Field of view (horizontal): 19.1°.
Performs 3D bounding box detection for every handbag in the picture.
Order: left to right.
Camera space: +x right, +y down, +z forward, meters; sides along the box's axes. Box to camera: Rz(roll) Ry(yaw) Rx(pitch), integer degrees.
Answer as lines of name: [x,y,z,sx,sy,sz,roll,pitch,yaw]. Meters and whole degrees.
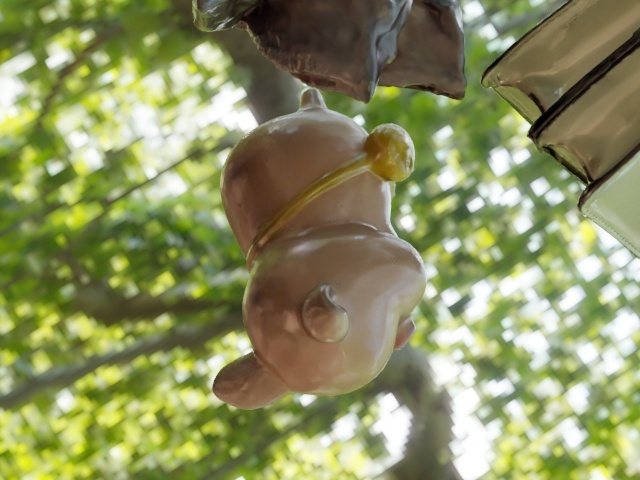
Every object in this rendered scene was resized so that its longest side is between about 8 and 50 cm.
handbag: [0.312,-0.092,1.463,0.160,0.237,0.358,54,12,30]

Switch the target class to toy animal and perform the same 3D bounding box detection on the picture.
toy animal: [0.000,-0.002,1.445,0.165,0.149,0.248,120,-28,-51]

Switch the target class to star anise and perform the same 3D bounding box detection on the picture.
star anise: [-0.031,-0.198,1.288,0.332,0.117,0.331,28,23,-13]
